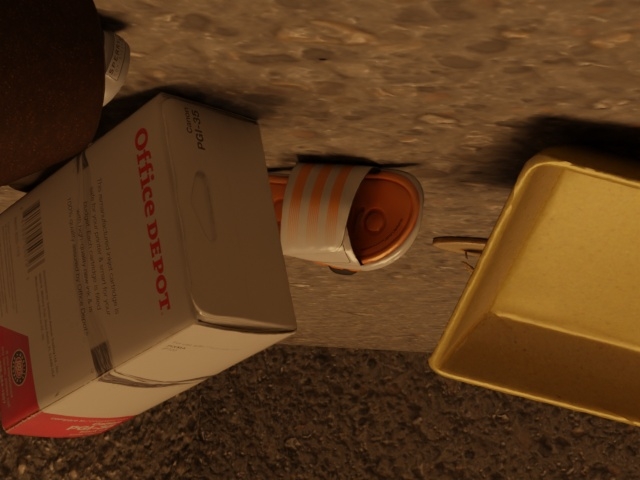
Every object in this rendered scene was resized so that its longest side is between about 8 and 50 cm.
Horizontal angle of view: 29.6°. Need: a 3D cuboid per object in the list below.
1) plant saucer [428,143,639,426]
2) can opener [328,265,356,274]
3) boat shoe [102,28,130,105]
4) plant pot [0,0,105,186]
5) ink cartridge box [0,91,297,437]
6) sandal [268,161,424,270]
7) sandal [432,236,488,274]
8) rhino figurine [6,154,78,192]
[{"bbox_3d":[0.298,0.044,1.091,0.333,0.081,0.332,15,141,-2],"label":"plant saucer"},{"bbox_3d":[0.000,0.000,1.353,0.076,0.095,0.283,8,170,-8],"label":"can opener"},{"bbox_3d":[-0.229,-0.118,0.880,0.076,0.083,0.226,27,148,-36],"label":"boat shoe"},{"bbox_3d":[-0.246,-0.097,0.668,0.230,0.215,0.215,-5,177,-31],"label":"plant pot"},{"bbox_3d":[-0.166,0.032,1.054,0.117,0.207,0.283,11,149,-44],"label":"ink cartridge box"},{"bbox_3d":[-0.028,-0.027,1.188,0.265,0.102,0.076,3,173,31],"label":"sandal"},{"bbox_3d":[0.257,0.052,1.560,0.240,0.079,0.088,9,170,-18],"label":"sandal"},{"bbox_3d":[-0.272,-0.079,1.112,0.106,0.073,0.243,-5,168,41],"label":"rhino figurine"}]
